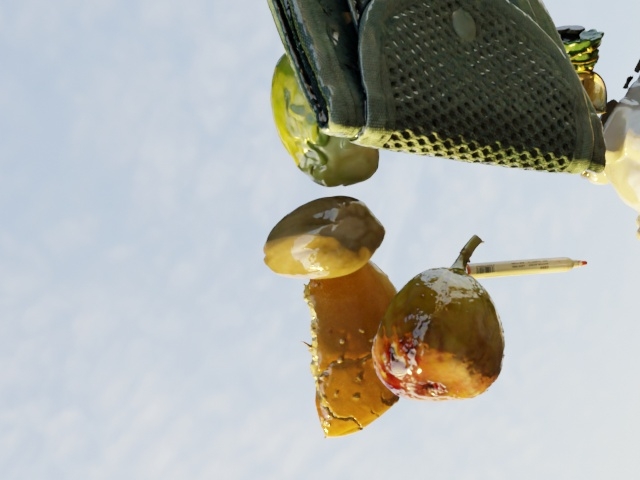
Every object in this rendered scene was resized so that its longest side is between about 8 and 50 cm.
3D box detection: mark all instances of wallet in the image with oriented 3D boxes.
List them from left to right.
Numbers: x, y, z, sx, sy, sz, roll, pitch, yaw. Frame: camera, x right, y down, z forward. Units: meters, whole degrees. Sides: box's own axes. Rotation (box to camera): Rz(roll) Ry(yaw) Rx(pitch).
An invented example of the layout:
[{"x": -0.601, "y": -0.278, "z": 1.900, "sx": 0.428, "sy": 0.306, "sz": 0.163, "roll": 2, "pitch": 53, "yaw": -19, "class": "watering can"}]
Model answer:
[{"x": 0.109, "y": -0.176, "z": 1.367, "sx": 0.342, "sy": 0.237, "sz": 0.075, "roll": 6, "pitch": -34, "yaw": -40, "class": "wallet"}]

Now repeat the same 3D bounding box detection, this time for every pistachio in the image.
[{"x": 0.000, "y": 0.000, "z": 2.092, "sx": 0.126, "sy": 0.185, "sz": 0.108, "roll": 5, "pitch": -106, "yaw": -61, "class": "pistachio"}]

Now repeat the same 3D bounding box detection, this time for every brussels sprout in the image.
[{"x": 0.009, "y": -0.182, "z": 2.155, "sx": 0.223, "sy": 0.161, "sz": 0.223, "roll": 180, "pitch": 90, "yaw": -84, "class": "brussels sprout"}]

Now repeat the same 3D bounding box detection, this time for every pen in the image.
[{"x": 0.309, "y": 0.041, "z": 2.360, "sx": 0.218, "sy": 0.026, "sz": 0.026, "roll": -4, "pitch": -60, "yaw": -18, "class": "pen"}]

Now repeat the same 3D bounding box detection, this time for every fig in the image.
[{"x": 0.160, "y": 0.082, "z": 1.876, "sx": 0.159, "sy": 0.159, "sz": 0.257, "roll": 84, "pitch": -157, "yaw": -43, "class": "fig"}]

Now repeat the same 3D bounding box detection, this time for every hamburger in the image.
[{"x": 0.055, "y": 0.138, "z": 2.214, "sx": 0.144, "sy": 0.156, "sz": 0.283, "roll": -37, "pitch": -56, "yaw": -74, "class": "hamburger"}]

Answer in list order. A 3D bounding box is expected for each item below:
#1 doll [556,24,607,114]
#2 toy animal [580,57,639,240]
[{"x": 0.283, "y": -0.190, "z": 1.729, "sx": 0.077, "sy": 0.078, "sz": 0.113, "roll": -63, "pitch": -32, "yaw": -49, "class": "doll"}, {"x": 0.557, "y": -0.092, "z": 2.206, "sx": 0.258, "sy": 0.357, "sz": 0.194, "roll": -61, "pitch": -14, "yaw": 3, "class": "toy animal"}]
